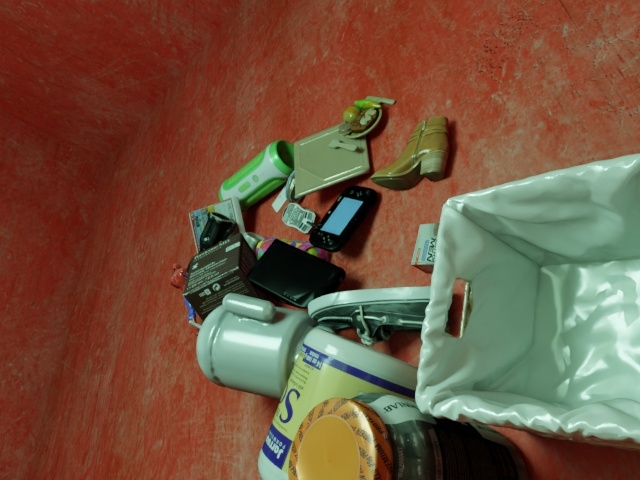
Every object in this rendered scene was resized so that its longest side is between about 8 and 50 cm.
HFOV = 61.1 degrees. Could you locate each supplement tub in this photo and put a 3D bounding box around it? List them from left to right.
[{"bbox_3d":[0.030,0.352,0.985,0.241,0.241,0.331,11,76,54],"label":"supplement tub"},{"bbox_3d":[0.132,0.341,0.780,0.207,0.338,0.207,-29,47,37],"label":"supplement tub"}]

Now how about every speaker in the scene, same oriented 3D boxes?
[{"bbox_3d":[-0.196,-0.199,1.728,0.296,0.131,0.131,-31,46,37],"label":"speaker"}]

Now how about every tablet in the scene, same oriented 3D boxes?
[{"bbox_3d":[-0.121,-0.132,1.693,0.083,0.006,0.054,-53,36,12],"label":"tablet"}]

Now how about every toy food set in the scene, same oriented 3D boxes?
[{"bbox_3d":[0.103,-0.327,1.457,0.132,0.038,0.192,24,72,49],"label":"toy food set"}]

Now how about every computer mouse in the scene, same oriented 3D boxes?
[{"bbox_3d":[-0.038,-0.055,1.510,0.193,0.042,0.106,30,97,49],"label":"computer mouse"}]

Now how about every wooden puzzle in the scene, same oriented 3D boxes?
[{"bbox_3d":[0.029,-0.228,1.494,0.220,0.044,0.239,-18,48,20],"label":"wooden puzzle"}]

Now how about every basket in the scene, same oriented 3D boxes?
[{"bbox_3d":[0.345,0.105,0.727,0.331,0.266,0.329,-11,60,47],"label":"basket"}]

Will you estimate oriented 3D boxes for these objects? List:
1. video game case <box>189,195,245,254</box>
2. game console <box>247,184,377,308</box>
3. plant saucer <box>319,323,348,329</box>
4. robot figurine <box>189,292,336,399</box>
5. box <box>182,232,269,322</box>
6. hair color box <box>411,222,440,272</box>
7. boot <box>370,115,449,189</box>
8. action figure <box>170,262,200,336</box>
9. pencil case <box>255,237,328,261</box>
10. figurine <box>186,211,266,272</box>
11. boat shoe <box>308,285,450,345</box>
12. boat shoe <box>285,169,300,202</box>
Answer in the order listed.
[{"bbox_3d":[-0.337,-0.019,1.790,0.285,0.025,0.204,-12,90,47],"label":"video game case"},{"bbox_3d":[0.000,0.000,1.312,0.213,0.044,0.361,23,65,33],"label":"game console"},{"bbox_3d":[0.045,0.178,1.273,0.192,0.018,0.067,-20,53,45],"label":"plant saucer"},{"bbox_3d":[-0.133,0.248,1.234,0.353,0.300,0.200,5,33,24],"label":"robot figurine"},{"bbox_3d":[-0.248,0.120,1.470,0.168,0.167,0.203,-27,27,8],"label":"box"},{"bbox_3d":[0.266,0.013,1.071,0.167,0.053,0.093,-5,64,49],"label":"hair color box"},{"bbox_3d":[0.213,-0.203,1.265,0.197,0.073,0.152,-6,64,36],"label":"boot"},{"bbox_3d":[-0.402,0.185,1.786,0.091,0.139,0.280,-46,61,18],"label":"action figure"},{"bbox_3d":[-0.080,0.047,1.451,0.236,0.104,0.105,8,74,55],"label":"pencil case"},{"bbox_3d":[-0.285,0.053,1.642,0.214,0.092,0.210,29,100,12],"label":"figurine"},{"bbox_3d":[0.112,0.160,1.094,0.306,0.113,0.105,-6,70,22],"label":"boat shoe"},{"bbox_3d":[-0.039,-0.187,1.572,0.066,0.066,0.183,33,95,53],"label":"boat shoe"}]
